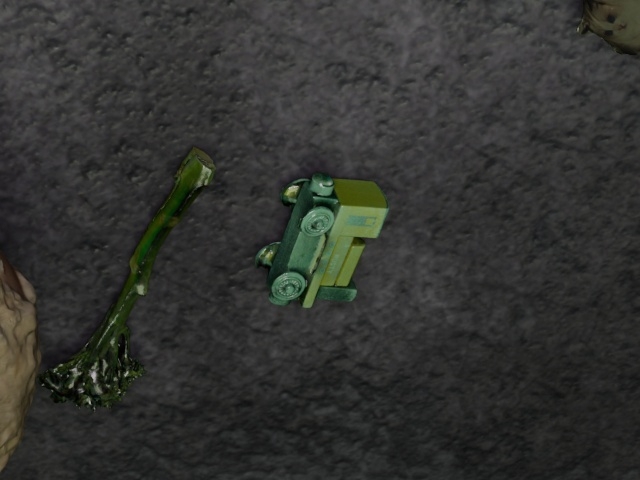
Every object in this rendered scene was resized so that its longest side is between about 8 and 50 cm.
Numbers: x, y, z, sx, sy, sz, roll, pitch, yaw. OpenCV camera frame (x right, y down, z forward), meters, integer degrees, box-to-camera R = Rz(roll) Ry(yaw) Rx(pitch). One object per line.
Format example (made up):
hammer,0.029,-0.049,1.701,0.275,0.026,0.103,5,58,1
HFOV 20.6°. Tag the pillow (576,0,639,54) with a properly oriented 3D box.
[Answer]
pillow,0.203,-0.231,1.227,0.093,0.051,0.241,-8,129,-12

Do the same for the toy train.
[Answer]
toy train,0.000,0.000,1.367,0.081,0.050,0.122,2,128,-25

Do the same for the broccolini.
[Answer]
broccolini,-0.141,0.042,1.367,0.071,0.057,0.254,-22,150,-53

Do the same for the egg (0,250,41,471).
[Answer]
egg,-0.333,0.087,1.229,0.310,0.279,0.279,-30,128,30
